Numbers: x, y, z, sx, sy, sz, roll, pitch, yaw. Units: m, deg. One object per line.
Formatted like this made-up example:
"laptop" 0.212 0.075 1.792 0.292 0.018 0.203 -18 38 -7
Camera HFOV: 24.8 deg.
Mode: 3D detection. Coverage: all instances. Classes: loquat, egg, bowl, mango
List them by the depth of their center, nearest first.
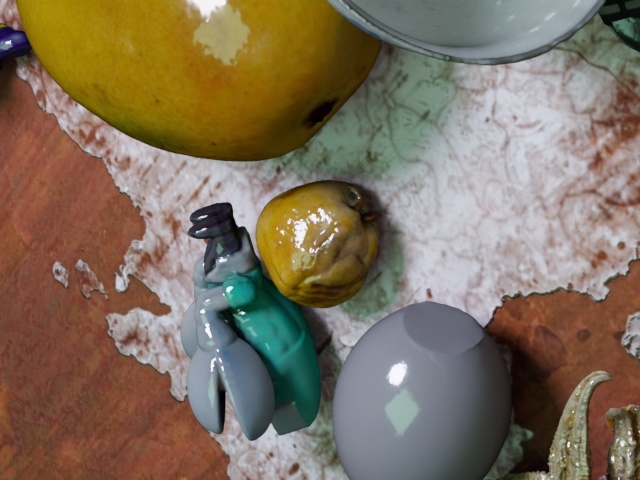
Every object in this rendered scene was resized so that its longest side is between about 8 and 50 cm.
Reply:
"bowl" 0.082 -0.269 1.217 0.313 0.313 0.146 58 154 2
"mango" -0.138 -0.242 1.417 0.445 0.232 0.300 25 113 33
"egg" 0.098 0.175 1.446 0.176 0.176 0.232 30 133 23
"loquat" 0.000 0.000 1.495 0.137 0.113 0.137 -8 79 43

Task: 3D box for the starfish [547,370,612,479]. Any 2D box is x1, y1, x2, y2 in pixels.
"starfish" 0.256 0.250 1.331 0.138 0.050 0.247 27 118 34

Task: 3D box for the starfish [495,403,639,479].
"starfish" 0.304 0.315 1.400 0.312 0.113 0.303 50 127 21

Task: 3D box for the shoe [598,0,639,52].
"shoe" 0.253 -0.239 1.244 0.071 0.049 0.179 -14 100 40

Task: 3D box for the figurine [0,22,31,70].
"figurine" -0.472 -0.370 1.666 0.193 0.154 0.421 34 143 64

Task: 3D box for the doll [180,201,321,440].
"doll" -0.091 0.092 1.575 0.153 0.195 0.258 -17 87 8
